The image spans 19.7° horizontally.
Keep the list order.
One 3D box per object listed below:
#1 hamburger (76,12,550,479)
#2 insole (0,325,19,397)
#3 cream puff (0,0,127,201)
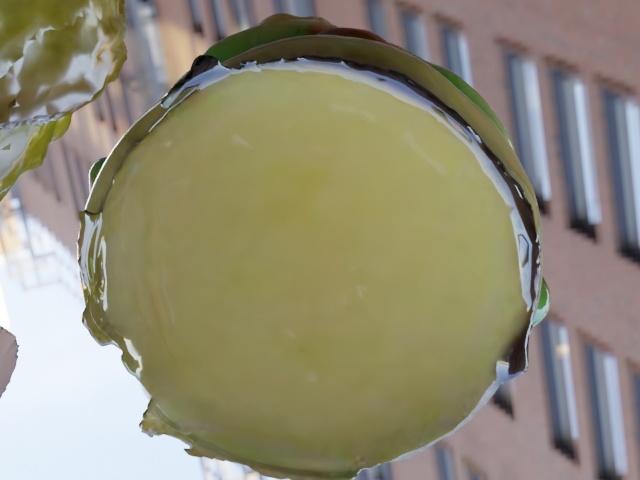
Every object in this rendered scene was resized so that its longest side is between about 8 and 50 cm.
[{"bbox_3d":[0.000,0.000,0.913,0.237,0.237,0.149,-8,-164,5],"label":"hamburger"},{"bbox_3d":[-0.246,0.108,0.883,0.007,0.109,0.322,29,-152,20],"label":"insole"},{"bbox_3d":[-0.190,-0.097,0.643,0.244,0.244,0.196,-26,-146,-34],"label":"cream puff"}]
